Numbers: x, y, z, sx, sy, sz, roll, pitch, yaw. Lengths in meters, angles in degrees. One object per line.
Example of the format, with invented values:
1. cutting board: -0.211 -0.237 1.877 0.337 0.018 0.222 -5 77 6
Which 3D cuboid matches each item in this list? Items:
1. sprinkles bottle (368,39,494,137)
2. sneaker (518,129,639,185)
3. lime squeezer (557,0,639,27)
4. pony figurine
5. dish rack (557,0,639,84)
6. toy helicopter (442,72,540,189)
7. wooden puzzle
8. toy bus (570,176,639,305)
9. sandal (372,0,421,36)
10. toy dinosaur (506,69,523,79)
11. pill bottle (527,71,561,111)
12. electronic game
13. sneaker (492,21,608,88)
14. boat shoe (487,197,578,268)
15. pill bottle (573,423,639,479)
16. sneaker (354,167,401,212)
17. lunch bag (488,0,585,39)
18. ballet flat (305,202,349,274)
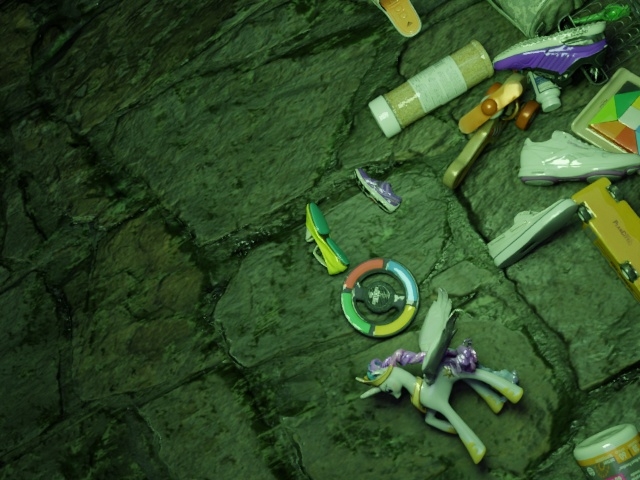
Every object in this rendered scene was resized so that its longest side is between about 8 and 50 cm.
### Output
1. sprinkles bottle: 0.317 -0.436 1.747 0.355 0.121 0.121 -30 72 9
2. sneaker: 0.681 -0.226 1.593 0.304 0.114 0.152 1 78 21
3. lime squeezer: 0.820 -0.665 1.675 0.310 0.059 0.110 -34 72 9
4. pony figurine: 0.315 0.333 1.543 0.363 0.303 0.351 30 98 5
5. dish rack: 0.792 -0.571 1.618 0.271 0.074 0.208 -33 95 11
6. toy helicopter: 0.442 -0.293 1.621 0.140 0.235 0.355 35 91 20
7. wooden puzzle: 0.834 -0.321 1.608 0.238 0.044 0.221 42 93 20
8. toy bus: 0.765 0.008 1.518 0.108 0.130 0.333 -34 72 9
9. sandal: 0.225 -0.746 1.861 0.102 0.076 0.265 -35 71 7
10. toy dinosaur: 0.550 -0.497 1.720 0.047 0.090 0.082 7 49 33
11. pill bottle: 0.625 -0.422 1.679 0.067 0.067 0.120 -17 75 13
12. electronic game: 0.167 0.160 1.714 0.229 0.048 0.230 -3 79 17
13. sneaker: 0.607 -0.468 1.603 0.293 0.102 0.146 -6 111 35
14. boat shoe: 0.544 -0.034 1.577 0.267 0.096 0.088 -51 53 41
15. pill bottle: 0.729 0.584 1.399 0.162 0.162 0.279 -31 72 9
16. sneaker: 0.167 -0.154 1.779 0.071 0.068 0.170 -43 79 -11
17. lunch bag: 0.586 -0.736 1.677 0.256 0.212 0.305 -45 64 21
18. ballet flat: 0.000 0.000 1.787 0.077 0.077 0.231 -37 72 24
